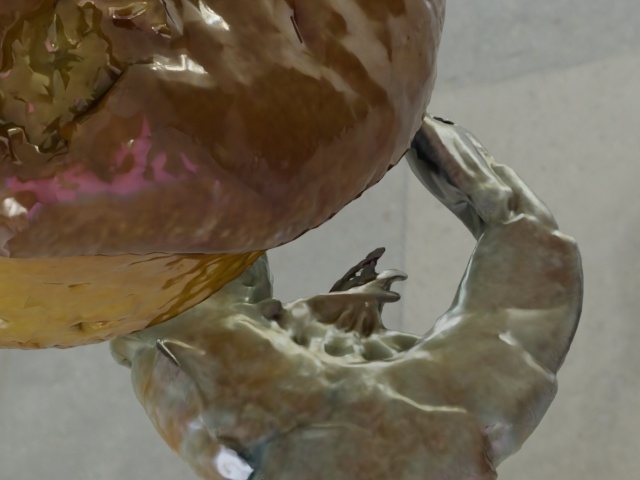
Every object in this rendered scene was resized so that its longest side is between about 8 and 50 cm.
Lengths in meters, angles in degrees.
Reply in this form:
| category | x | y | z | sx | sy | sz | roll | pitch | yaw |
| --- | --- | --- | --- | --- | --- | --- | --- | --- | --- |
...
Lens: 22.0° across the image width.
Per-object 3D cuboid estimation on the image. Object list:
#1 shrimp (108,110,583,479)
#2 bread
| category | x | y | z | sx | sy | sz | roll | pitch | yaw |
| --- | --- | --- | --- | --- | --- | --- | --- | --- | --- |
| shrimp | 0.000 | 0.000 | 0.874 | 0.247 | 0.085 | 0.360 | -17 | 49 | -8 |
| bread | -0.108 | -0.100 | 0.596 | 0.312 | 0.172 | 0.312 | 14 | 52 | -19 |
